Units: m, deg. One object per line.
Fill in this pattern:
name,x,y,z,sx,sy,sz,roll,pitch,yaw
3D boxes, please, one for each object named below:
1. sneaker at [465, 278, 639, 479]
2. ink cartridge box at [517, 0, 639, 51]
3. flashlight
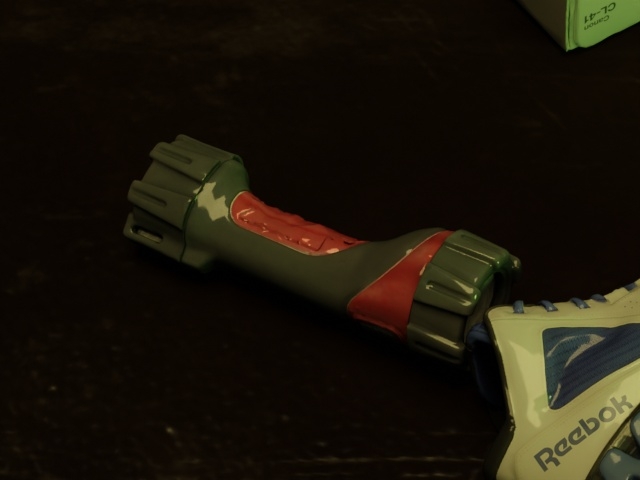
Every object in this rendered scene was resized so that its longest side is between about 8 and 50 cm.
sneaker,0.209,0.074,1.345,0.182,0.127,0.315,25,60,21
ink cartridge box,0.222,-0.340,1.668,0.226,0.131,0.306,-28,53,-15
flashlight,0.000,0.000,1.447,0.304,0.103,0.103,24,32,24
